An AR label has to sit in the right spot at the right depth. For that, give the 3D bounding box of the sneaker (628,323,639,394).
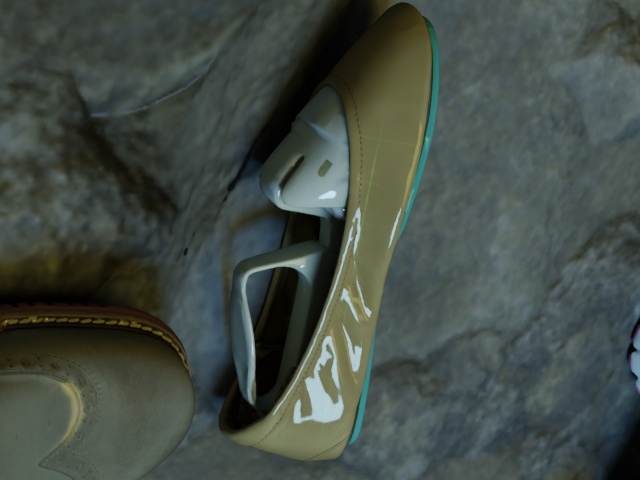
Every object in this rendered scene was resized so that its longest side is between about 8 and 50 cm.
[{"bbox_3d":[0.283,0.002,1.107,0.103,0.111,0.252,14,101,-42],"label":"sneaker"}]

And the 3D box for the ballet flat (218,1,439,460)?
[{"bbox_3d":[0.000,0.000,0.909,0.073,0.080,0.232,3,108,-24],"label":"ballet flat"}]

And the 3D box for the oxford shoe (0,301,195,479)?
[{"bbox_3d":[-0.184,0.125,0.781,0.348,0.130,0.123,-21,122,-30],"label":"oxford shoe"}]
